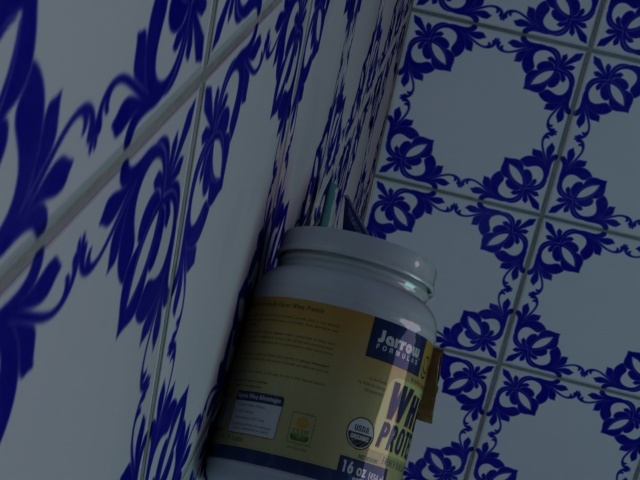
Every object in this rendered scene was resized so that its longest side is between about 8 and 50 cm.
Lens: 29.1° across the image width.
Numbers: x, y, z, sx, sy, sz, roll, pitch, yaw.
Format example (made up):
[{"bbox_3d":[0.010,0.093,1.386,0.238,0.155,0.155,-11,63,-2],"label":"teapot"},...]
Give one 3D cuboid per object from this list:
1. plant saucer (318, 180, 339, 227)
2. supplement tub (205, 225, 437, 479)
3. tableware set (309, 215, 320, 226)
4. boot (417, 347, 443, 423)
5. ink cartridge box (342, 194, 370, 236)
[{"bbox_3d":[0.000,0.000,1.957,0.067,0.018,0.192,-117,-138,-86],"label":"plant saucer"},{"bbox_3d":[0.009,0.161,1.455,0.228,0.228,0.316,85,19,-76],"label":"supplement tub"},{"bbox_3d":[-0.032,0.051,1.921,0.141,0.020,0.168,-71,173,-50],"label":"tableware set"},{"bbox_3d":[0.076,0.290,2.303,0.096,0.281,0.264,-58,161,-75],"label":"boot"},{"bbox_3d":[0.041,0.155,1.790,0.324,0.072,0.330,-115,-158,-53],"label":"ink cartridge box"}]
